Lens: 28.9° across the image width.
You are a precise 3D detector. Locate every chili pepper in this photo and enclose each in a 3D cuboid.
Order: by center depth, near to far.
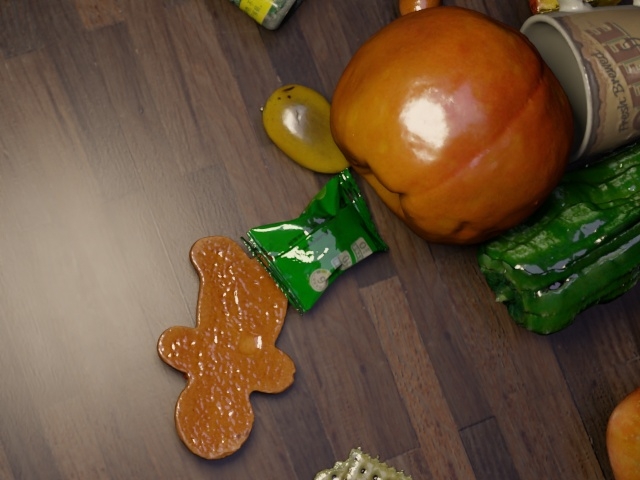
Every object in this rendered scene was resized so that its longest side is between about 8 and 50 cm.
[{"bbox_3d":[0.410,-0.007,1.842,0.385,0.213,0.167,-36,131,-14],"label":"chili pepper"}]

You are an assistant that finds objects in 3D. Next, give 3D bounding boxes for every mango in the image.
[{"bbox_3d":[-0.014,-0.162,1.847,0.161,0.076,0.103,43,72,-10],"label":"mango"}]

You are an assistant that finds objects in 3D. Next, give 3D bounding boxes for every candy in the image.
[{"bbox_3d":[0.000,-0.003,1.808,0.203,0.078,0.141,-37,81,-26],"label":"candy"}]

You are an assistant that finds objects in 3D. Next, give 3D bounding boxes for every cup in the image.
[{"bbox_3d":[0.443,-0.290,1.862,0.257,0.227,0.301,-16,103,-18],"label":"cup"}]

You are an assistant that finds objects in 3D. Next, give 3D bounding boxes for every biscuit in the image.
[{"bbox_3d":[-0.134,0.154,1.781,0.205,0.049,0.324,13,72,-17],"label":"biscuit"},{"bbox_3d":[0.074,0.388,1.808,0.203,0.016,0.144,30,78,-5],"label":"biscuit"}]

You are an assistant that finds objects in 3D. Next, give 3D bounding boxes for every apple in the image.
[{"bbox_3d":[0.523,0.317,1.819,0.210,0.173,0.235,-10,93,-15],"label":"apple"}]

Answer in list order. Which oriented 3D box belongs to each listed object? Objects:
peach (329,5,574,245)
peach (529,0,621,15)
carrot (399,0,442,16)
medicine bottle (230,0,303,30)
[{"bbox_3d":[0.191,-0.171,1.755,0.301,0.343,0.343,-41,90,-1],"label":"peach"},{"bbox_3d":[0.399,-0.397,1.941,0.172,0.092,0.127,-39,86,-2],"label":"peach"},{"bbox_3d":[0.162,-0.457,1.930,0.069,0.069,0.336,7,74,-8],"label":"carrot"},{"bbox_3d":[-0.142,-0.449,1.831,0.293,0.141,0.141,38,78,-3],"label":"medicine bottle"}]
